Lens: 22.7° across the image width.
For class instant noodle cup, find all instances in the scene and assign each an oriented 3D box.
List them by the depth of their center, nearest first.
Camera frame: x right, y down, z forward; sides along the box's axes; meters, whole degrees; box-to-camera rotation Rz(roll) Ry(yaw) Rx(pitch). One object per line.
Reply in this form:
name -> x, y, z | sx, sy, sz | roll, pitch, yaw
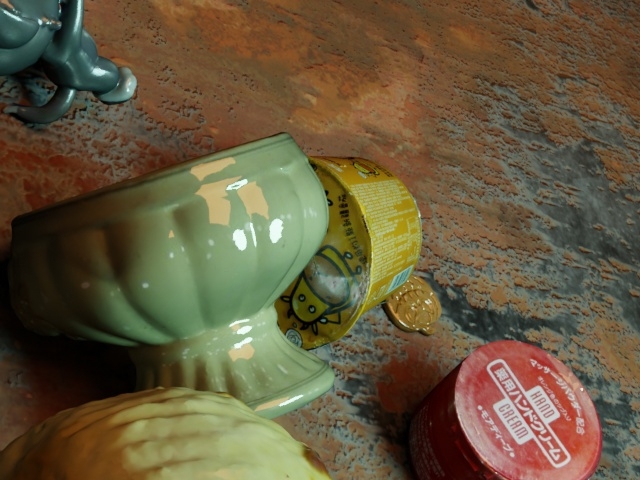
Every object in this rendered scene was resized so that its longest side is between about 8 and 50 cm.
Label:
instant noodle cup -> 0.000, 0.000, 1.708 | 0.216, 0.216, 0.172 | 59, 30, 9

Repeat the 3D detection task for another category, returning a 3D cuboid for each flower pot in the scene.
flower pot -> -0.126, 0.052, 1.486 | 0.307, 0.307, 0.244 | -20, 94, -50

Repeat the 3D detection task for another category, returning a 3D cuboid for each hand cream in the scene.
hand cream -> 0.202, 0.219, 1.764 | 0.193, 0.125, 0.193 | 15, 54, -21

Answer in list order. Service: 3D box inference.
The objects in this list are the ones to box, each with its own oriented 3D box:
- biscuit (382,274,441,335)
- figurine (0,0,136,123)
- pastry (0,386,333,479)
biscuit -> 0.112, 0.078, 1.895 | 0.091, 0.015, 0.078 | -26, 81, -50
figurine -> -0.309, -0.204, 1.619 | 0.265, 0.193, 0.140 | 53, 55, -47
pastry -> -0.119, 0.300, 1.229 | 0.312, 0.388, 0.388 | 22, 48, -36
